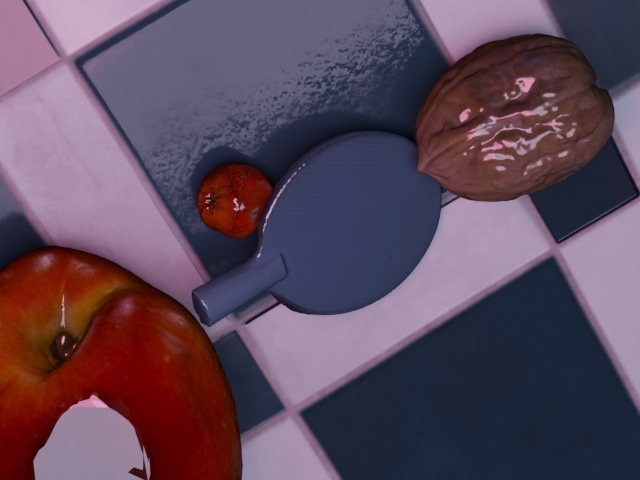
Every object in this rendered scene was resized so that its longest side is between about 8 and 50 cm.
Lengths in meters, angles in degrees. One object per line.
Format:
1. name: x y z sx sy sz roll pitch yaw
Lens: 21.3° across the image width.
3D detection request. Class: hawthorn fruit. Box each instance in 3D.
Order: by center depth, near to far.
1. hawthorn fruit: -0.092 -0.046 1.922 0.093 0.093 0.093 -3 107 -10

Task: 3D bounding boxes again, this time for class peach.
1. peach: -0.253 0.217 1.846 0.335 0.310 0.405 -12 108 -11

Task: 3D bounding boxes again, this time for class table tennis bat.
1. table tennis bat: 0.000 0.000 1.925 0.329 0.044 0.215 -29 123 -20

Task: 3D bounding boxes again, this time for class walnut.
1. walnut: 0.209 -0.134 1.911 0.230 0.178 0.178 -28 110 2
